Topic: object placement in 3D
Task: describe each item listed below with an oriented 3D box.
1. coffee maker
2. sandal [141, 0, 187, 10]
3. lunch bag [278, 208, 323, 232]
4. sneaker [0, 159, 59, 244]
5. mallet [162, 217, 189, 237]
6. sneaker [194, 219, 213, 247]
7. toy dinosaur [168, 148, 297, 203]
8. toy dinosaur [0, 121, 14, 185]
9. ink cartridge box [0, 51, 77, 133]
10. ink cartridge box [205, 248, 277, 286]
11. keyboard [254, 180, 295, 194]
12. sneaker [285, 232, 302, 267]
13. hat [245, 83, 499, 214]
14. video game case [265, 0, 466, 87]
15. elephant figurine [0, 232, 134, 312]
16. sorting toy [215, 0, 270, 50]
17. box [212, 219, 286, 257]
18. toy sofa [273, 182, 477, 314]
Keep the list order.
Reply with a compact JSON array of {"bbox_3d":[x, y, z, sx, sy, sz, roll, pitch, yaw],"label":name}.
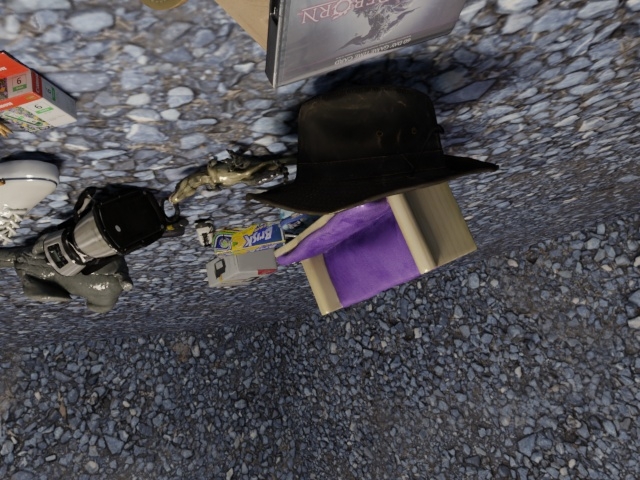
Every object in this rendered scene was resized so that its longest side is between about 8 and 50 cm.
[{"bbox_3d":[-0.363,-0.010,0.995,0.178,0.120,0.171,-19,166,35],"label":"coffee maker"},{"bbox_3d":[-0.055,-0.242,0.342,0.079,0.088,0.240,-35,171,-36],"label":"sandal"},{"bbox_3d":[0.030,-0.074,1.131,0.176,0.090,0.219,-22,165,30],"label":"lunch bag"},{"bbox_3d":[-0.465,-0.041,0.835,0.258,0.091,0.094,-20,165,35],"label":"sneaker"},{"bbox_3d":[-0.287,-0.027,1.086,0.062,0.039,0.189,-8,-179,-17],"label":"mallet"},{"bbox_3d":[-0.250,-0.015,1.247,0.040,0.044,0.109,-8,165,-4],"label":"sneaker"},{"bbox_3d":[-0.110,-0.111,0.912,0.267,0.064,0.118,-10,-178,-17],"label":"toy dinosaur"},{"bbox_3d":[-0.412,-0.100,0.641,0.064,0.112,0.212,5,135,22],"label":"toy dinosaur"},{"bbox_3d":[-0.322,-0.154,0.608,0.062,0.029,0.115,-13,168,9],"label":"ink cartridge box"},{"bbox_3d":[-0.221,0.074,1.587,0.127,0.073,0.175,-1,164,-39],"label":"ink cartridge box"},{"bbox_3d":[-0.018,-0.074,0.860,0.072,0.014,0.256,-16,-165,-28],"label":"keyboard"},{"bbox_3d":[0.000,0.000,1.398,0.153,0.099,0.282,-9,170,-19],"label":"sneaker"},{"bbox_3d":[0.058,-0.132,0.737,0.330,0.134,0.331,-7,-166,2],"label":"hat"},{"bbox_3d":[0.058,-0.232,0.414,0.196,0.026,0.274,-22,161,-17],"label":"video game case"},{"bbox_3d":[-0.512,0.059,1.109,0.239,0.170,0.186,12,134,-32],"label":"elephant figurine"},{"bbox_3d":[0.007,-0.240,0.515,0.192,0.038,0.208,-16,162,19],"label":"sorting toy"},{"bbox_3d":[-0.167,-0.003,1.343,0.168,0.054,0.059,-11,168,-3],"label":"box"},{"bbox_3d":[0.072,0.022,0.977,0.177,0.150,0.362,-19,172,-30],"label":"toy sofa"}]
